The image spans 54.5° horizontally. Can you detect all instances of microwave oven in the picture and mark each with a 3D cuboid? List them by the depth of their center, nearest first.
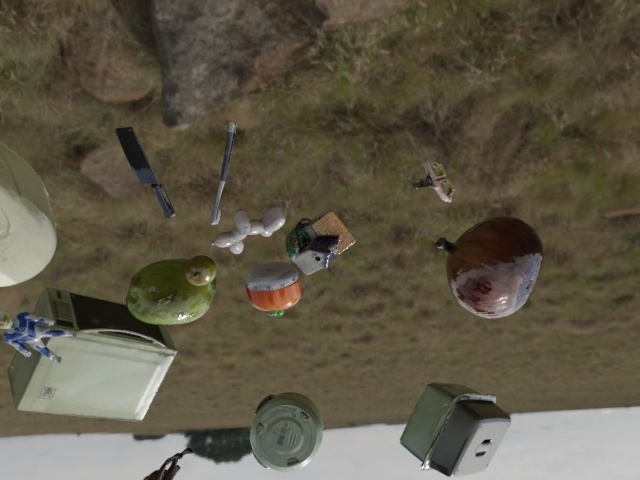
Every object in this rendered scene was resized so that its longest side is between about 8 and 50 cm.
[{"bbox_3d":[-0.703,0.354,1.929,0.394,0.332,0.247,20,-167,-38],"label":"microwave oven"}]

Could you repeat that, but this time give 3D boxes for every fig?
[{"bbox_3d":[0.382,0.056,1.385,0.235,0.234,0.214,5,-166,-30],"label":"fig"}]

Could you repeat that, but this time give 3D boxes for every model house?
[{"bbox_3d":[0.000,0.000,1.211,0.100,0.100,0.087,-23,112,39],"label":"model house"}]

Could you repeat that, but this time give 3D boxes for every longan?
[{"bbox_3d":[-0.274,0.070,1.408,0.075,0.075,0.083,-8,-167,14],"label":"longan"}]

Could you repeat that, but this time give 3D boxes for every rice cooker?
[{"bbox_3d":[-0.102,0.568,1.861,0.226,0.225,0.244,-4,175,1],"label":"rice cooker"}]

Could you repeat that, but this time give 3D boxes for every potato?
[{"bbox_3d":[-0.398,0.137,1.684,0.253,0.186,0.148,-27,154,-37],"label":"potato"}]

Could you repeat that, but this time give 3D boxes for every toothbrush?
[{"bbox_3d":[-0.262,-0.184,1.698,0.024,0.287,0.026,10,179,19],"label":"toothbrush"}]

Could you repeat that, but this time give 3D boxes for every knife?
[{"bbox_3d":[-0.419,-0.159,1.487,0.072,0.245,0.019,2,-145,35],"label":"knife"}]

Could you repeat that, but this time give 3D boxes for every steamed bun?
[{"bbox_3d":[-0.837,-0.103,1.395,0.290,0.371,0.456,-43,132,-1],"label":"steamed bun"}]

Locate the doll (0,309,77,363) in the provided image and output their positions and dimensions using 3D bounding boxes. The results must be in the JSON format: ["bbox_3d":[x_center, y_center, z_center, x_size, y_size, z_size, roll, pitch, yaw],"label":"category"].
[{"bbox_3d":[-0.736,0.231,1.556,0.227,0.114,0.057,35,178,-32],"label":"doll"}]

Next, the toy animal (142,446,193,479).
[{"bbox_3d":[-0.386,0.626,1.440,0.087,0.260,0.243,40,-175,-13],"label":"toy animal"}]

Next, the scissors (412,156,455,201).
[{"bbox_3d":[0.340,-0.180,1.890,0.024,0.160,0.318,-30,175,29],"label":"scissors"}]

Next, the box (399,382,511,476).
[{"bbox_3d":[0.352,0.485,1.599,0.166,0.220,0.291,30,-174,37],"label":"box"}]

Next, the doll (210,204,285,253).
[{"bbox_3d":[-0.179,-0.022,1.494,0.161,0.059,0.160,-10,156,-31],"label":"doll"}]

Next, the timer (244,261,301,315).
[{"bbox_3d":[-0.105,0.116,1.417,0.136,0.136,0.099,-16,-157,38],"label":"timer"}]
